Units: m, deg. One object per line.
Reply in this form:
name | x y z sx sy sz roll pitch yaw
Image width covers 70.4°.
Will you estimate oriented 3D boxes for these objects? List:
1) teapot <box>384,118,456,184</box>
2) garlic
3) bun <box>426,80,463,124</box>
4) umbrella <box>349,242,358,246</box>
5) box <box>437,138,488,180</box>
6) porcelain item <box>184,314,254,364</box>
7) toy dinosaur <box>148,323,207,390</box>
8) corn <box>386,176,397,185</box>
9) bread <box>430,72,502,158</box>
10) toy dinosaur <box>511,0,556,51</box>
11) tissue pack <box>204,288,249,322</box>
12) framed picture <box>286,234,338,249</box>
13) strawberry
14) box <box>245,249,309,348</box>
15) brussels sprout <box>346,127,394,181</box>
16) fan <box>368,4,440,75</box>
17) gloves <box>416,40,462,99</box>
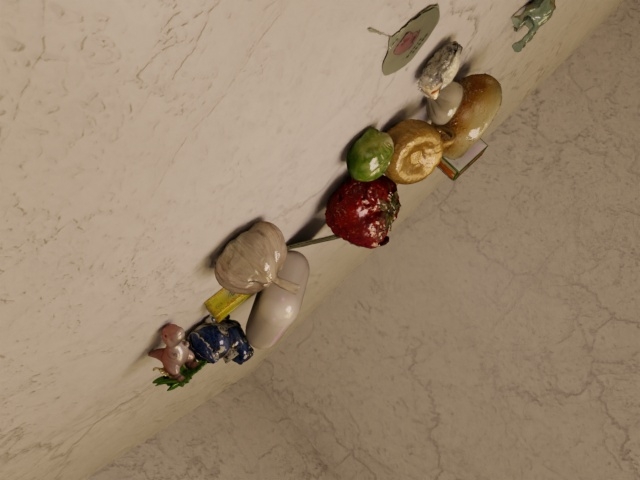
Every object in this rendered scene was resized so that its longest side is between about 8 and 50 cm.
teapot | 0.276 -0.295 1.425 0.311 0.167 0.203 -24 135 -9
garlic | -0.148 0.078 1.181 0.218 0.212 0.218 -46 166 -15
bun | 0.373 -0.438 1.420 0.138 0.094 0.138 -160 -90 -78
umbrella | 0.232 -0.105 2.072 0.113 0.106 0.357 -45 175 -43
box | 0.658 -0.425 2.180 0.195 0.177 0.148 -43 169 -3
porcelain item | -0.345 0.364 1.588 0.138 0.186 0.288 -41 169 5
toy dinosaur | -0.440 0.336 1.323 0.194 0.177 0.152 -14 -160 47
corn | 0.260 -0.202 1.911 0.068 0.068 0.207 -27 157 -54
bread | 0.479 -0.424 1.542 0.305 0.159 0.305 -157 -90 -83
toy dinosaur | 0.699 -0.732 1.462 0.205 0.092 0.393 -42 167 -9
tissue pack | -0.279 0.178 1.455 0.176 0.062 0.095 -38 167 -21
framed picture | 0.000 0.000 1.636 0.217 0.016 0.273 -14 179 20
strawberry | 0.129 -0.109 1.493 0.274 0.221 0.273 -15 107 -57
box | -0.155 0.215 1.615 0.349 0.141 0.288 123 -13 -49
brussels sprout | 0.141 -0.233 1.283 0.155 0.117 0.155 -31 163 -11
fan | 0.168 -0.425 0.962 0.182 0.010 0.310 -51 167 34
gloves | 0.318 -0.459 1.202 0.153 0.070 0.114 -52 159 6
